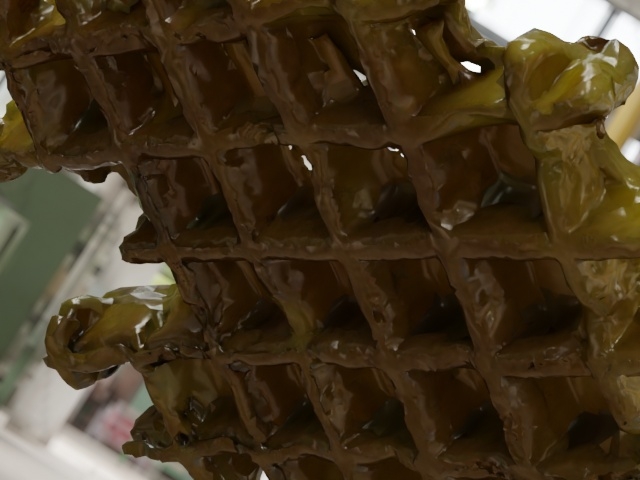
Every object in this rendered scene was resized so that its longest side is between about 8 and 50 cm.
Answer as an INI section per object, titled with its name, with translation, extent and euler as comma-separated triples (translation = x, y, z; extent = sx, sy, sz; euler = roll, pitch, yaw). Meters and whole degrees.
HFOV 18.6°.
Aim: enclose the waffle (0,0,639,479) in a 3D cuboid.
[waffle]
translation = 0.000, 0.000, 0.524
extent = 0.228, 0.051, 0.231
euler = 41, -40, 12
